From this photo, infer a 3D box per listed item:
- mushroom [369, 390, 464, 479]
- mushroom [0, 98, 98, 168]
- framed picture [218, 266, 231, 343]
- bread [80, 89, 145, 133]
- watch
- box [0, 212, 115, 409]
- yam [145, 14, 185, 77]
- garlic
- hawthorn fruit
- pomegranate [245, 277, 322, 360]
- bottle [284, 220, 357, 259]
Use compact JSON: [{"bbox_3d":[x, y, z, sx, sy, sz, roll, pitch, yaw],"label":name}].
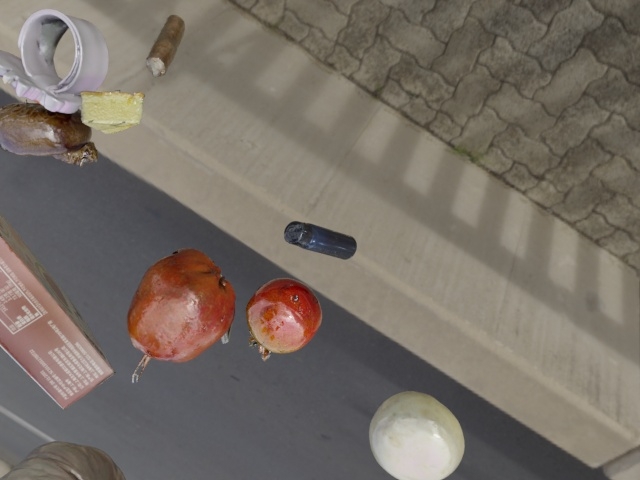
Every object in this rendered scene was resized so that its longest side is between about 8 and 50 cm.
[{"bbox_3d":[0.252,0.502,1.466,0.246,0.202,0.246,6,109,19],"label":"mushroom"},{"bbox_3d":[-0.756,-0.306,1.574,0.278,0.163,0.297,9,-168,-33],"label":"mushroom"},{"bbox_3d":[-0.292,0.185,1.683,0.023,0.260,0.189,-12,97,-4],"label":"framed picture"},{"bbox_3d":[-0.427,-0.271,1.168,0.109,0.084,0.080,-11,163,24],"label":"bread"},{"bbox_3d":[-0.679,-0.465,1.414,0.244,0.196,0.231,39,111,10],"label":"watch"},{"bbox_3d":[-0.604,0.094,1.116,0.344,0.122,0.385,32,151,46],"label":"box"},{"bbox_3d":[-0.325,-0.413,1.189,0.056,0.241,0.057,-1,132,-2],"label":"yam"},{"bbox_3d":[-0.541,0.577,1.202,0.259,0.317,0.317,-13,125,27],"label":"garlic"},{"bbox_3d":[-0.310,0.165,1.183,0.211,0.299,0.211,36,172,6],"label":"hawthorn fruit"},{"bbox_3d":[-0.106,0.215,1.551,0.210,0.210,0.235,28,108,1],"label":"pomegranate"},{"bbox_3d":[0.000,0.000,1.555,0.082,0.072,0.244,-24,155,32],"label":"bottle"}]
